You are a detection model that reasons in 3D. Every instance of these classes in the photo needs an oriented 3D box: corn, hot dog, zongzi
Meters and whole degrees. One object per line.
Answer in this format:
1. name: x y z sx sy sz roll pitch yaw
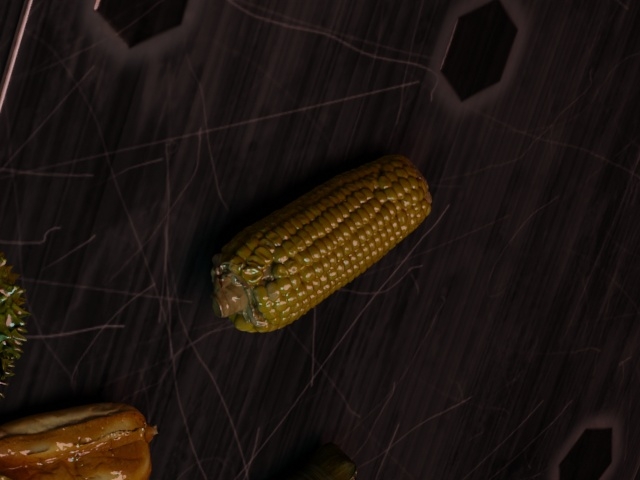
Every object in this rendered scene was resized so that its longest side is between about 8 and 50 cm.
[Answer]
1. corn: 0.000 0.000 2.172 0.322 0.119 0.119 -36 134 -32
2. hot dog: -0.276 0.227 2.049 0.249 0.076 0.102 -9 91 -35
3. zongzi: -0.033 0.356 2.383 0.187 0.084 0.184 -29 141 -22

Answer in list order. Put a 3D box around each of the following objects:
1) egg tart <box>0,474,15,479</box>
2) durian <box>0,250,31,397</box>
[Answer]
1. egg tart: -0.349 0.339 1.931 0.202 0.147 0.202 -9 141 -7
2. durian: -0.400 0.078 1.743 0.291 0.225 0.291 -22 160 -8
